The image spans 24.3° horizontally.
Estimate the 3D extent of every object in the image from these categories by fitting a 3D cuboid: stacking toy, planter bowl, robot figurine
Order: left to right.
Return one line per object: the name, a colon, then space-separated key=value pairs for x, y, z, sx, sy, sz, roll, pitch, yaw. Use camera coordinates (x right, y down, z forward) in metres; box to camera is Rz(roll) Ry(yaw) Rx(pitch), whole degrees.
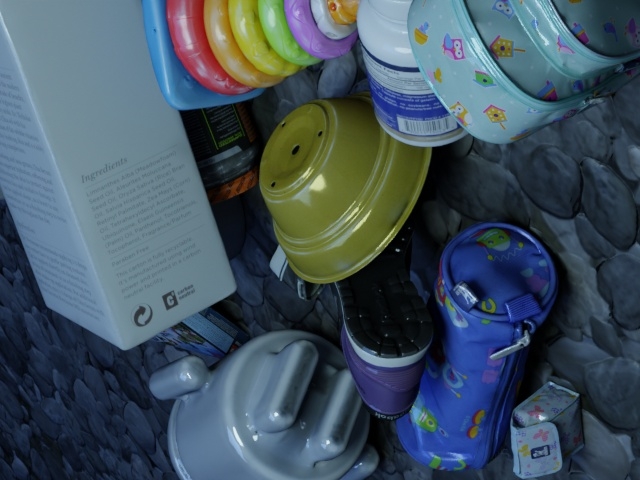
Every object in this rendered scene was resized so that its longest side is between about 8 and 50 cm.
robot figurine: x=-0.069 y=0.232 z=1.861 sx=0.300 sy=0.200 sz=0.353 roll=33 pitch=151 yaw=-13
stacking toy: x=-0.021 y=-0.232 z=1.474 sx=0.302 sy=0.165 sz=0.175 roll=-2 pitch=101 yaw=43
planter bowl: x=0.003 y=-0.073 z=1.476 sx=0.090 sy=0.217 sz=0.217 roll=29 pitch=165 yaw=-33

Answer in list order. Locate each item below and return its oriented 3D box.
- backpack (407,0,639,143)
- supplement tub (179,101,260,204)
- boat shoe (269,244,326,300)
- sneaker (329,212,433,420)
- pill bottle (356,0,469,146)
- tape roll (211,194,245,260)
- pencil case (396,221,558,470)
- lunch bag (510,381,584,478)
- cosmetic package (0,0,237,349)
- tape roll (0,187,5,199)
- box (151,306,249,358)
backpack: x=0.170 y=-0.173 z=1.185 sx=0.166 sy=0.188 sz=0.144 roll=60 pitch=149 yaw=0
supplement tub: x=-0.144 y=-0.143 z=1.731 sx=0.117 sy=0.117 sz=0.190 roll=1 pitch=116 yaw=55
boat shoe: x=0.000 y=0.000 z=1.693 sx=0.070 sy=0.077 sz=0.219 roll=51 pitch=156 yaw=15
sneaker: x=0.048 y=0.063 z=1.530 sx=0.283 sy=0.107 sz=0.124 roll=-95 pitch=5 yaw=-50
pill bottle: x=0.091 y=-0.180 z=1.323 sx=0.112 sy=0.112 sz=0.187 roll=40 pitch=160 yaw=30
tape roll: x=-0.193 y=-0.056 z=1.920 sx=0.219 sy=0.072 sz=0.219 roll=36 pitch=142 yaw=33
pencil case: x=0.158 y=0.120 z=1.514 sx=0.306 sy=0.119 sz=0.133 roll=100 pitch=153 yaw=-49
lunch bag: x=0.228 y=0.198 z=1.516 sx=0.053 sy=0.083 sz=0.071 roll=25 pitch=134 yaw=44
cosmetic package: x=-0.272 y=-0.129 z=1.657 sx=0.230 sy=0.161 sz=0.453 roll=20 pitch=132 yaw=55
tape roll: x=-0.369 y=-0.189 z=1.893 sx=0.169 sy=0.246 sz=0.246 roll=55 pitch=149 yaw=9
box: x=-0.225 y=0.096 z=2.046 sx=0.159 sy=0.044 sz=0.233 roll=38 pitch=162 yaw=-33
